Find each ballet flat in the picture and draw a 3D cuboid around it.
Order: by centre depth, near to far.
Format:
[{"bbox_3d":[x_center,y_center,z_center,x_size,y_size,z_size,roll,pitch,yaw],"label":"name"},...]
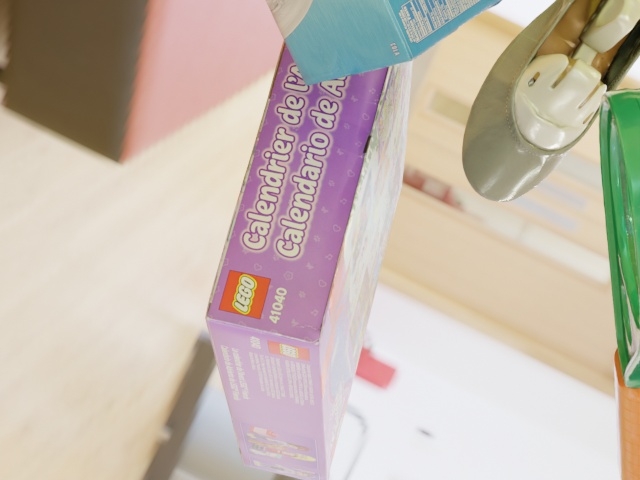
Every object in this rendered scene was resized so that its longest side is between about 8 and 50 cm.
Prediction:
[{"bbox_3d":[0.160,-0.117,1.043,0.213,0.072,0.068,-55,-168,-7],"label":"ballet flat"}]

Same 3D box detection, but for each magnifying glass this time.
[{"bbox_3d":[0.124,0.033,0.649,0.231,0.026,0.092,79,5,-52],"label":"magnifying glass"}]

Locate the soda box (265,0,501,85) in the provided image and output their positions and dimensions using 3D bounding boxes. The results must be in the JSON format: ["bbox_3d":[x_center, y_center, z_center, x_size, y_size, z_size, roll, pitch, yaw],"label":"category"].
[{"bbox_3d":[-0.008,-0.173,0.693,0.067,0.210,0.071,-36,-162,-35],"label":"soda box"}]

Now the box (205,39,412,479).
[{"bbox_3d":[0.000,0.000,0.915,0.293,0.057,0.201,88,16,-69],"label":"box"}]
